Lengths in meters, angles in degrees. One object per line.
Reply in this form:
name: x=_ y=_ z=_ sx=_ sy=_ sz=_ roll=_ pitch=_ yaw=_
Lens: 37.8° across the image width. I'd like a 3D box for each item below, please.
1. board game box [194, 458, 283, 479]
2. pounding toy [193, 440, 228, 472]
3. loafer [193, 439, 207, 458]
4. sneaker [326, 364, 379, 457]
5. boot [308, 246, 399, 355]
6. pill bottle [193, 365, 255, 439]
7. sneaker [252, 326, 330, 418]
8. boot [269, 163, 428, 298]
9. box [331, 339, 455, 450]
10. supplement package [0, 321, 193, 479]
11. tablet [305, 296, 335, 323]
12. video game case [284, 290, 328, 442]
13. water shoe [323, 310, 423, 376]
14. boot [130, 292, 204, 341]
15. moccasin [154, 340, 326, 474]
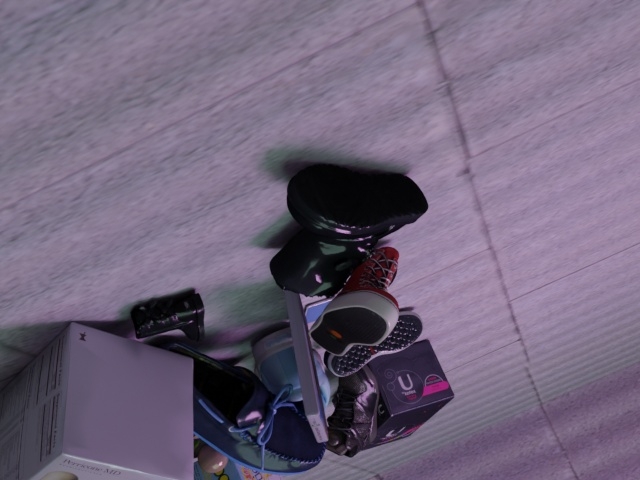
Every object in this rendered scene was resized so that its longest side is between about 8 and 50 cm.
board game box: x=-0.219 y=0.502 z=1.797 sx=0.275 sy=0.144 sz=0.142 roll=-30 pitch=164 yaw=22
pounding toy: x=-0.282 y=0.388 z=1.661 sx=0.237 sy=0.110 sz=0.183 roll=7 pitch=-178 yaw=-2
loafer: x=-0.268 y=0.375 z=1.821 sx=0.319 sy=0.112 sz=0.111 roll=-19 pitch=-165 yaw=-20
sneaker: x=0.057 y=0.353 z=1.920 sx=0.130 sy=0.087 sz=0.227 roll=-37 pitch=135 yaw=-48
boot: x=0.077 y=0.065 z=1.347 sx=0.176 sy=0.088 sz=0.244 roll=-55 pitch=-174 yaw=-21
pill bottle: x=-0.212 y=0.281 z=1.606 sx=0.219 sy=0.123 sz=0.123 roll=4 pitch=146 yaw=-49
sneaker: x=-0.046 y=0.279 z=1.719 sx=0.135 sy=0.150 sz=0.366 roll=-22 pitch=159 yaw=1
boot: x=0.000 y=0.000 z=1.201 sx=0.246 sy=0.094 sz=0.207 roll=-4 pitch=148 yaw=-50
box: x=0.155 y=0.352 z=2.083 sx=0.165 sy=0.143 sz=0.270 roll=-13 pitch=155 yaw=-24
supplement package: x=-0.333 y=0.283 z=1.330 sx=0.199 sy=0.198 sz=0.262 roll=23 pitch=134 yaw=-33
tablet: x=-0.002 y=0.120 z=1.589 sx=0.054 sy=0.006 sz=0.083 roll=-17 pitch=158 yaw=-14
video game case: x=-0.021 y=0.192 z=1.460 sx=0.023 sy=0.212 sz=0.193 roll=-11 pitch=156 yaw=0
water shoe: x=0.096 y=0.186 z=1.776 sx=0.203 sy=0.073 sz=0.080 roll=-24 pitch=-167 yaw=-14
boot: x=-0.218 y=0.120 z=1.339 sx=0.099 sy=0.045 sz=0.121 roll=-16 pitch=153 yaw=-16
moccasin: x=-0.130 y=0.272 z=1.481 sx=0.342 sy=0.138 sz=0.117 roll=27 pitch=132 yaw=-19
